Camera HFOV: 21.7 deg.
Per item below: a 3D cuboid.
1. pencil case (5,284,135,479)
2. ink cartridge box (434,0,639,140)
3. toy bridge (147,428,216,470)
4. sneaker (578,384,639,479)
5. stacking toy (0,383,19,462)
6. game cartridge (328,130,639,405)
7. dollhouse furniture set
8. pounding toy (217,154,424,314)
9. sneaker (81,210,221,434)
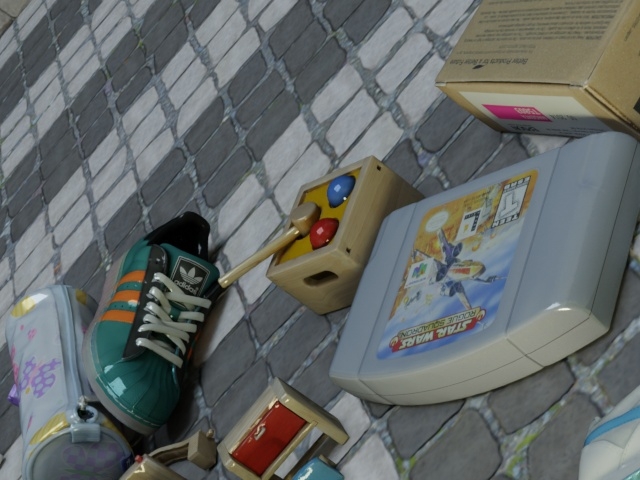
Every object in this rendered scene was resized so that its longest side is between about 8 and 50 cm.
[{"bbox_3d":[-0.269,0.160,1.761,0.113,0.124,0.273,-11,33,-9],"label":"pencil case"},{"bbox_3d":[0.229,-0.188,1.423,0.193,0.088,0.234,-59,26,-9],"label":"ink cartridge box"},{"bbox_3d":[-0.167,0.238,1.630,0.188,0.026,0.063,-41,27,24],"label":"toy bridge"},{"bbox_3d":[0.248,0.105,1.023,0.228,0.087,0.092,-34,29,32],"label":"sneaker"},{"bbox_3d":[-0.331,0.181,1.953,0.221,0.052,0.167,-12,47,54],"label":"stacking toy"},{"bbox_3d":[0.127,0.034,1.360,0.297,0.062,0.198,-22,36,48],"label":"game cartridge"},{"bbox_3d":[-0.073,0.213,1.380,0.184,0.129,0.129,-50,25,6],"label":"dollhouse furniture set"},{"bbox_3d":[0.000,0.000,1.560,0.141,0.100,0.130,-21,40,49],"label":"pounding toy"},{"bbox_3d":[-0.170,0.072,1.750,0.121,0.108,0.302,-46,24,25],"label":"sneaker"}]
